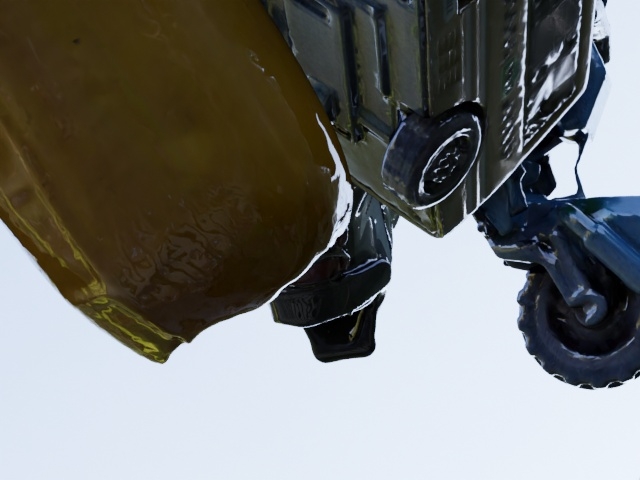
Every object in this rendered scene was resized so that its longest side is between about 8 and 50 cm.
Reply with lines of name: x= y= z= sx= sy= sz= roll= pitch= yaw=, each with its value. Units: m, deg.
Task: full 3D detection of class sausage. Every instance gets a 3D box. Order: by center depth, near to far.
sausage: x=-0.120 y=-0.126 z=0.516 sx=0.116 sy=0.134 sz=0.354 roll=-29 pitch=-81 yaw=37

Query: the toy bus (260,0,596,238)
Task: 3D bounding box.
toy bus: x=0.039 y=-0.144 z=0.625 sx=0.139 sy=0.157 sz=0.289 roll=36 pitch=-24 yaw=28

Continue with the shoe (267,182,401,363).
shoe: x=0.000 y=0.000 z=0.862 sx=0.099 sy=0.112 sz=0.227 roll=-7 pitch=-15 yaw=9

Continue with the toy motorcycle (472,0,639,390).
toy motorcycle: x=0.198 y=-0.090 z=1.266 sx=0.232 sy=0.416 sz=0.172 roll=-32 pitch=-19 yaw=10

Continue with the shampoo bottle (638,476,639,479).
shampoo bottle: x=0.150 y=0.096 z=0.553 sx=0.072 sy=0.214 sz=0.072 roll=25 pitch=-6 yaw=3
